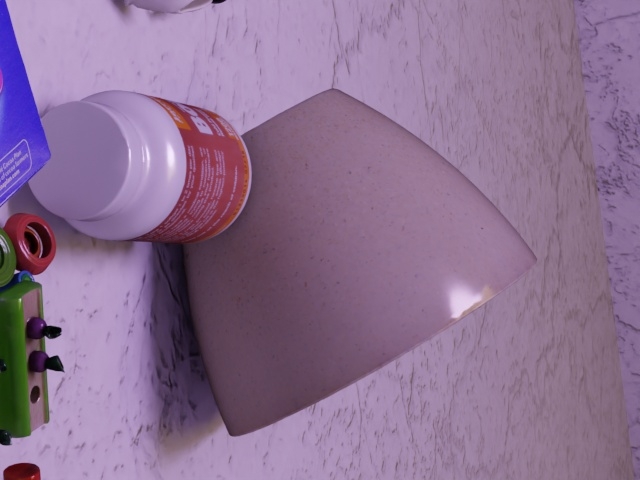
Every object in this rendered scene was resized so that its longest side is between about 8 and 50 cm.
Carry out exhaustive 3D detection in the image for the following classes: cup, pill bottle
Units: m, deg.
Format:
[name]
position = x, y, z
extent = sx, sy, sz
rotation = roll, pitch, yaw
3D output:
[cup]
position = 0.000, 0.000, 1.566
extent = 0.237, 0.331, 0.331
rotation = 59, 22, 0
[pill bottle]
position = -0.148, -0.059, 1.364
extent = 0.216, 0.121, 0.121
rotation = 3, 84, -71

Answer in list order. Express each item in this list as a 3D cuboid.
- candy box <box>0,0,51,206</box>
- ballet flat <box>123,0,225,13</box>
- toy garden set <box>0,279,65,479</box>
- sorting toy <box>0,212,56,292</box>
[candy box]
position = -0.298, -0.134, 0.961
extent = 0.268, 0.122, 0.317
rotation = -56, 139, -58
[ballet flat]
position = -0.129, -0.251, 1.497
extent = 0.280, 0.095, 0.096
rotation = -13, 111, -70
[toy garden set]
position = -0.243, 0.160, 1.131
extent = 0.244, 0.049, 0.203
rotation = -35, 129, -61
[sorting toy]
position = -0.239, 0.015, 1.237
extent = 0.102, 0.042, 0.061
rotation = -17, 88, -58
